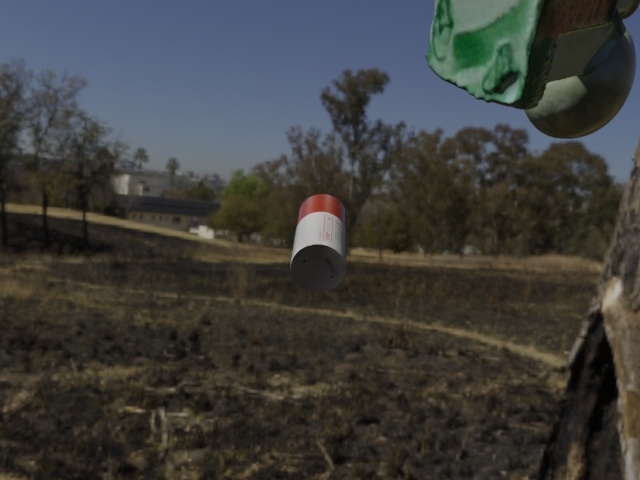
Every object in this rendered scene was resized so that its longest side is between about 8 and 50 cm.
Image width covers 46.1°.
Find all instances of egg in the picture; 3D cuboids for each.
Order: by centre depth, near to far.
[{"bbox_3d":[0.613,-0.395,1.793,0.258,0.352,0.258,21,-36,16],"label":"egg"}]

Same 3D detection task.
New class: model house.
[{"bbox_3d":[0.340,-0.354,1.087,0.325,0.267,0.194,-16,35,-35],"label":"model house"}]

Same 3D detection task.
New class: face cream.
[{"bbox_3d":[0.000,0.000,1.374,0.096,0.095,0.214,5,28,0],"label":"face cream"}]
